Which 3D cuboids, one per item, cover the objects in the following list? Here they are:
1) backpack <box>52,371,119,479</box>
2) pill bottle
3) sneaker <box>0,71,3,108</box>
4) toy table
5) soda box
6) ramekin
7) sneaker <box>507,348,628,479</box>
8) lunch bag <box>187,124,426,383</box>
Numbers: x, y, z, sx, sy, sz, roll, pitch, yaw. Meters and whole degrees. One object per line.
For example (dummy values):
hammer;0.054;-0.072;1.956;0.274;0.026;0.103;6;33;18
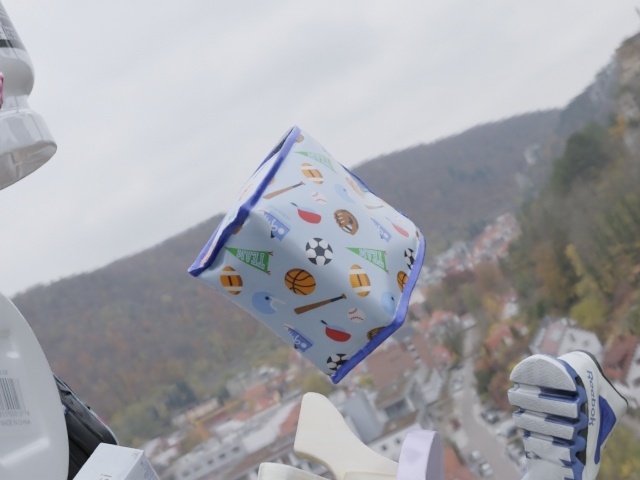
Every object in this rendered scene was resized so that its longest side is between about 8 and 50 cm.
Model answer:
backpack;-0.488;0.379;1.746;0.191;0.253;0.225;-38;15;37
pill bottle;-0.476;-0.236;1.201;0.210;0.362;0.210;-28;-2;-1
sneaker;-0.355;-0.135;1.007;0.057;0.119;0.047;9;-57;-15
toy table;0.039;0.281;1.021;0.161;0.252;0.274;3;-40;13
soda box;-0.276;0.341;1.153;0.074;0.069;0.216;3;39;31
ramekin;-0.345;0.163;0.911;0.135;0.277;0.277;-20;-3;6
sneaker;0.360;0.290;1.398;0.127;0.315;0.182;12;20;42
lunch bag;0.000;0.000;1.723;0.239;0.328;0.385;-44;12;36
